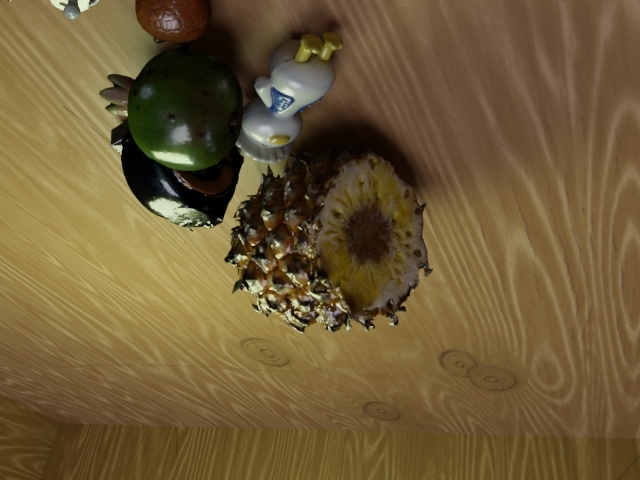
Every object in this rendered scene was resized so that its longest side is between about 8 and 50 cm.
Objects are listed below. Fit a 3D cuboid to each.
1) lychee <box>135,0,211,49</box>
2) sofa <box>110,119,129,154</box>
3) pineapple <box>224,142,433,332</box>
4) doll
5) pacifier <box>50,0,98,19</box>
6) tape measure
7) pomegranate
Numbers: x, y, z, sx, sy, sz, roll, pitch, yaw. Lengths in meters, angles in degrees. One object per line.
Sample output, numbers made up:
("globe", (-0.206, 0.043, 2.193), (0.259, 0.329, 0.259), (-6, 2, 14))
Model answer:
("lychee", (-0.204, -0.325, 0.939), (0.101, 0.114, 0.140), (20, 137, 30))
("sofa", (-0.324, -0.176, 1.261), (0.085, 0.060, 0.147), (-24, 138, 18))
("pineapple", (0.000, 0.003, 1.194), (0.300, 0.352, 0.352), (-8, 145, 42))
("doll", (-0.060, -0.222, 1.048), (0.138, 0.119, 0.293), (-13, 161, -35))
("pacifier", (-0.364, -0.355, 0.970), (0.068, 0.064, 0.083), (12, 153, -38))
("tape measure", (-0.247, -0.133, 1.159), (0.135, 0.202, 0.223), (-21, 130, 35))
("pomegranate", (-0.229, -0.203, 0.995), (0.225, 0.187, 0.187), (14, 151, 19))
